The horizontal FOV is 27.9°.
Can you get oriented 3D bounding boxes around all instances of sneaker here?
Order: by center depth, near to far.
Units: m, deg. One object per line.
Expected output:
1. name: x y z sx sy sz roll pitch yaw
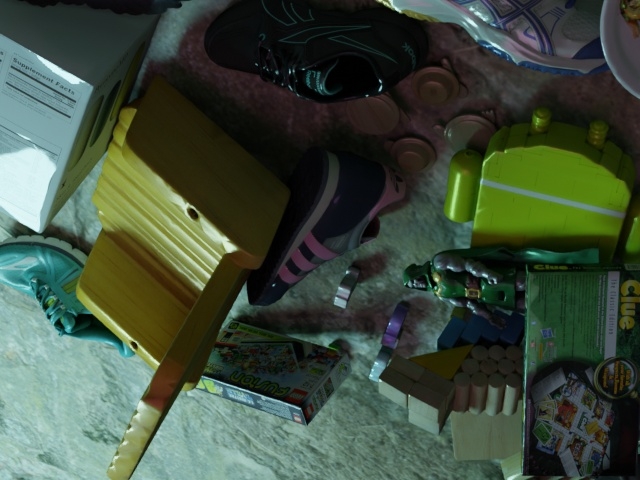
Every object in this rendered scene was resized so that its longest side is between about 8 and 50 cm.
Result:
1. sneaker: 0.186 -0.265 1.288 0.296 0.112 0.131 20 129 4
2. sneaker: -0.019 -0.212 1.436 0.267 0.106 0.101 5 132 24
3. sneaker: 0.000 0.000 1.621 0.131 0.112 0.319 8 151 -20
4. sneaker: -0.361 0.079 1.852 0.275 0.110 0.107 23 135 6

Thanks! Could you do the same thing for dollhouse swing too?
1. dollhouse swing: -0.236 0.061 1.577 0.315 0.305 0.347 41 143 8

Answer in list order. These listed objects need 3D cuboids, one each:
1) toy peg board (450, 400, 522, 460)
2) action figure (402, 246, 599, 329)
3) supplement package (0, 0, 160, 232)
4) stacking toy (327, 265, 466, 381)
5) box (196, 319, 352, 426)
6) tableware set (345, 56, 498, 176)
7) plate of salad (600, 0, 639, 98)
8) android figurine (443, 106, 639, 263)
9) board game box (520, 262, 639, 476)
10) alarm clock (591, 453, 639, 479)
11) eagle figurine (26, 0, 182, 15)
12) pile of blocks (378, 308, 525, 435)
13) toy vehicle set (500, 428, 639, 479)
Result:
1. toy peg board: 0.254 0.209 1.715 0.161 0.079 0.161 -3 131 8
2. action figure: 0.210 0.054 1.522 0.232 0.063 0.137 6 133 18
3. supplement package: -0.343 -0.193 1.537 0.198 0.199 0.262 29 135 -1
4. stacking toy: 0.091 0.143 1.736 0.167 0.052 0.221 21 135 8
5. box: -0.072 0.179 1.768 0.207 0.114 0.036 13 135 34
6. tableware set: 0.118 -0.137 1.493 0.169 0.020 0.141 -18 126 30
7. plate of salad: 0.371 -0.214 1.245 0.200 0.048 0.199 -2 118 -4
8. android figurine: 0.264 -0.041 1.475 0.248 0.056 0.272 13 139 12
9. board game box: 0.299 0.150 1.472 0.136 0.030 0.259 1 110 6
10. alarm clock: 0.426 0.327 1.648 0.192 0.064 0.129 12 128 -23
11. eagle figurine: -0.272 -0.327 1.339 0.225 0.298 0.226 55 146 12
12. pile of blocks: 0.249 0.151 1.588 0.362 0.149 0.112 -6 149 0
13. toy vehicle set: 0.377 0.250 1.614 0.166 0.035 0.267 10 146 -42
